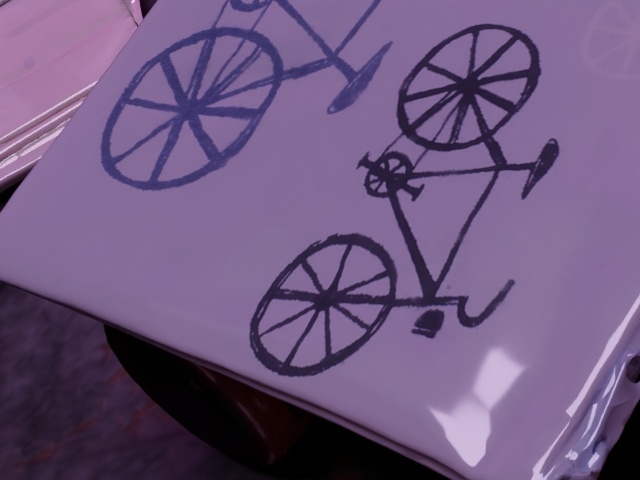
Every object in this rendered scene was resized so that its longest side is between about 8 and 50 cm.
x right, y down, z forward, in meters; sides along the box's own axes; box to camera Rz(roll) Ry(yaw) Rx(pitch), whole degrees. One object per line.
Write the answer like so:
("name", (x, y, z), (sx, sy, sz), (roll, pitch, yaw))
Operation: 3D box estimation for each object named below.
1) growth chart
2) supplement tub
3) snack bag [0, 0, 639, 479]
("growth chart", (-0.174, -0.114, 1.222), (0.172, 0.021, 0.237), (-25, 38, 12))
("supplement tub", (0.000, 0.000, 0.901), (0.106, 0.106, 0.198), (19, 60, 47))
("snack bag", (0.052, -0.069, 0.814), (0.342, 0.037, 0.323), (20, 67, 41))
